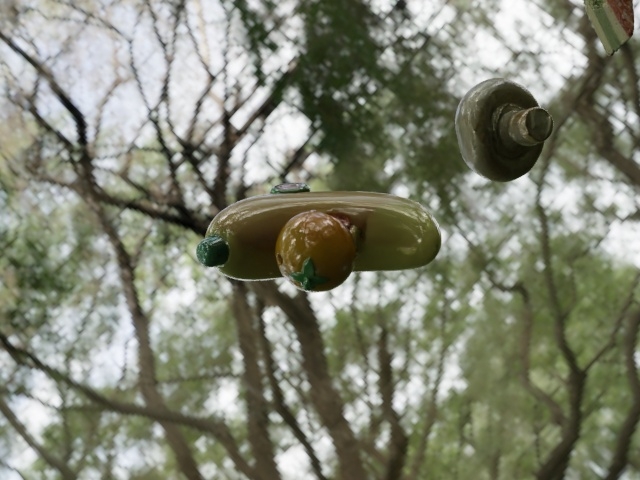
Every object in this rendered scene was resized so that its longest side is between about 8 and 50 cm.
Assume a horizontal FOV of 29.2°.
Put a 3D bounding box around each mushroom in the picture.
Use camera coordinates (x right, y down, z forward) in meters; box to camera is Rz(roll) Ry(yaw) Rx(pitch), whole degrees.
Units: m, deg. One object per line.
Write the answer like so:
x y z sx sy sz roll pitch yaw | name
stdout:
0.368 -0.229 2.411 0.206 0.206 0.209 -20 -14 -46 | mushroom

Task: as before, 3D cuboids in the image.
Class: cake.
0.595 -0.484 2.486 0.116 0.220 0.086 -12 -22 -31 | cake

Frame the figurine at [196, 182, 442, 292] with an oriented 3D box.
0.000 0.000 1.653 0.222 0.324 0.124 -36 -56 -68 | figurine
